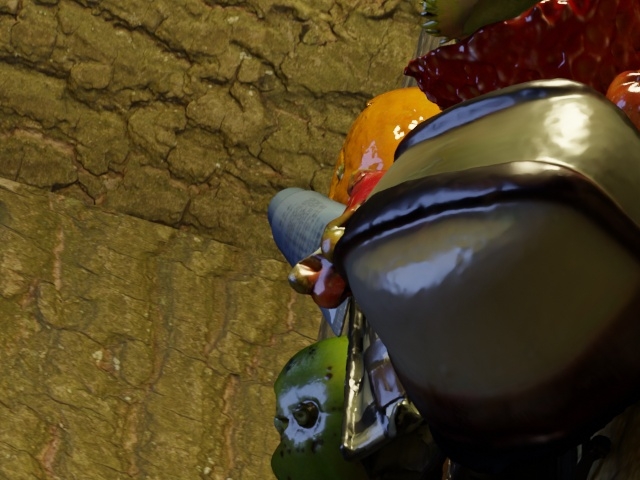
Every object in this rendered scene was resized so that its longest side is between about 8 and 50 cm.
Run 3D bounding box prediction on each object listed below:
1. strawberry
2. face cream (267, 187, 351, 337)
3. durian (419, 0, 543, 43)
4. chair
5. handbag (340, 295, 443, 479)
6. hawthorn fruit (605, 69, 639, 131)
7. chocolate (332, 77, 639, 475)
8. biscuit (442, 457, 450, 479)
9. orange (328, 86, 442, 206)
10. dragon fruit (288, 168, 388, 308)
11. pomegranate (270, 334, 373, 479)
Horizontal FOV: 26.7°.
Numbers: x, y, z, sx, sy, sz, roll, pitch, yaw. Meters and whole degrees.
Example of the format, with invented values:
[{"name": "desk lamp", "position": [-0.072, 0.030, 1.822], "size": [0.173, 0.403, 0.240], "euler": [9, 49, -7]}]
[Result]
[{"name": "strawberry", "position": [0.198, -0.116, 1.192], "size": [0.234, 0.234, 0.178], "euler": [130, 122, -81]}, {"name": "face cream", "position": [0.000, 0.000, 1.566], "size": [0.385, 0.086, 0.135], "euler": [-135, 59, -75]}, {"name": "durian", "position": [0.218, -0.279, 1.212], "size": [0.169, 0.355, 0.157], "euler": [28, 148, 57]}, {"name": "chair", "position": [0.155, 0.195, 1.147], "size": [0.113, 0.106, 0.229], "euler": [-75, 2, -50]}, {"name": "handbag", "position": [0.145, 0.041, 1.363], "size": [0.325, 0.163, 0.327], "euler": [-57, 14, 38]}, {"name": "hawthorn fruit", "position": [0.264, -0.089, 1.064], "size": [0.081, 0.081, 0.093], "euler": [-79, -22, -56]}, {"name": "chocolate", "position": [0.131, 0.003, 0.981], "size": [0.283, 0.186, 0.283], "euler": [-42, 19, 18]}, {"name": "biscuit", "position": [0.159, 0.213, 1.403], "size": [0.250, 0.036, 0.165], "euler": [-65, 7, -10]}, {"name": "orange", "position": [0.125, -0.059, 1.759], "size": [0.284, 0.226, 0.283], "euler": [-169, 90, -85]}, {"name": "dragon fruit", "position": [0.065, 0.001, 1.201], "size": [0.150, 0.208, 0.133], "euler": [62, 159, 6]}, {"name": "pomegranate", "position": [0.060, 0.247, 1.750], "size": [0.302, 0.236, 0.236], "euler": [40, -118, -57]}]
